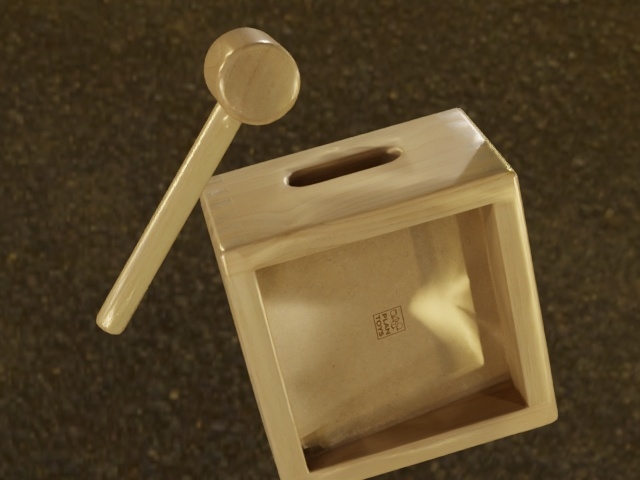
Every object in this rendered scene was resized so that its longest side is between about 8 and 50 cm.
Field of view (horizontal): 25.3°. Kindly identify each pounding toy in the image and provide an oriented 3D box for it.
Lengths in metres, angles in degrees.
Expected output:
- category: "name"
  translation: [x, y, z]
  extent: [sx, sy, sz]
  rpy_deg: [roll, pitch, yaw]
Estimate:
- category: "pounding toy"
  translation: [-0.010, -0.003, 0.623]
  extent: [0.181, 0.206, 0.094]
  rpy_deg: [-16, 26, -5]
